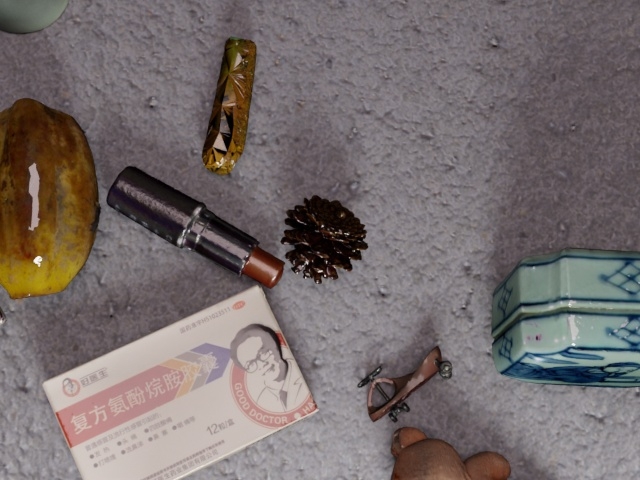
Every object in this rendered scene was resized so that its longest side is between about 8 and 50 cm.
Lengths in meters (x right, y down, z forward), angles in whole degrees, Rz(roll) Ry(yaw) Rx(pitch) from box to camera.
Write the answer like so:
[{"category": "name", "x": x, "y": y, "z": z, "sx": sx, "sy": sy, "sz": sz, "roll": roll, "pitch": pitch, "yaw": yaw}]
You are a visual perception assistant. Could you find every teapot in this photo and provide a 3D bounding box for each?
[{"category": "teapot", "x": -0.481, "y": -0.437, "z": 1.632, "sx": 0.239, "sy": 0.149, "sz": 0.162, "roll": -43, "pitch": 82, "yaw": -10}]

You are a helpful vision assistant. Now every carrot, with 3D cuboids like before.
[{"category": "carrot", "x": -0.142, "y": -0.218, "z": 1.650, "sx": 0.068, "sy": 0.069, "sz": 0.229, "roll": 9, "pitch": 77, "yaw": -1}]

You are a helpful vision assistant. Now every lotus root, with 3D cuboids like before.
[{"category": "lotus root", "x": -0.424, "y": -0.054, "z": 1.555, "sx": 0.193, "sy": 0.193, "sz": 0.291, "roll": -4, "pitch": 76, "yaw": -4}]

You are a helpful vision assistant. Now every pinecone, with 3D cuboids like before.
[{"category": "pinecone", "x": 0.001, "y": 0.001, "z": 1.584, "sx": 0.140, "sy": 0.140, "sz": 0.121, "roll": 25, "pitch": 111, "yaw": 2}]

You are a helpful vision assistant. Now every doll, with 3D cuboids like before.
[{"category": "doll", "x": 0.224, "y": 0.409, "z": 1.523, "sx": 0.303, "sy": 0.156, "sz": 0.201, "roll": 26, "pitch": 36, "yaw": -16}]

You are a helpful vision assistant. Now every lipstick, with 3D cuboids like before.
[{"category": "lipstick", "x": -0.189, "y": -0.017, "z": 1.597, "sx": 0.299, "sy": 0.081, "sz": 0.081, "roll": 28, "pitch": 78, "yaw": 4}]

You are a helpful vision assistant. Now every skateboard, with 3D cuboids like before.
[{"category": "skateboard", "x": 0.126, "y": 0.214, "z": 1.581, "sx": 0.151, "sy": 0.067, "sz": 0.080, "roll": -38, "pitch": 74, "yaw": -6}]

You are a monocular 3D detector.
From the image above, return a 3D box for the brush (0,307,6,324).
[{"category": "brush", "x": -0.610, "y": 0.191, "z": 1.552, "sx": 0.321, "sy": 0.050, "sz": 0.060, "roll": -36, "pitch": 85, "yaw": -2}]

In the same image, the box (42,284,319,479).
[{"category": "box", "x": -0.206, "y": 0.236, "z": 1.540, "sx": 0.353, "sy": 0.069, "sz": 0.214, "roll": -24, "pitch": 80, "yaw": -14}]

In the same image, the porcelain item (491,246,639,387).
[{"category": "porcelain item", "x": 0.403, "y": 0.123, "z": 1.500, "sx": 0.281, "sy": 0.286, "sz": 0.157, "roll": 2, "pitch": 73, "yaw": -5}]
